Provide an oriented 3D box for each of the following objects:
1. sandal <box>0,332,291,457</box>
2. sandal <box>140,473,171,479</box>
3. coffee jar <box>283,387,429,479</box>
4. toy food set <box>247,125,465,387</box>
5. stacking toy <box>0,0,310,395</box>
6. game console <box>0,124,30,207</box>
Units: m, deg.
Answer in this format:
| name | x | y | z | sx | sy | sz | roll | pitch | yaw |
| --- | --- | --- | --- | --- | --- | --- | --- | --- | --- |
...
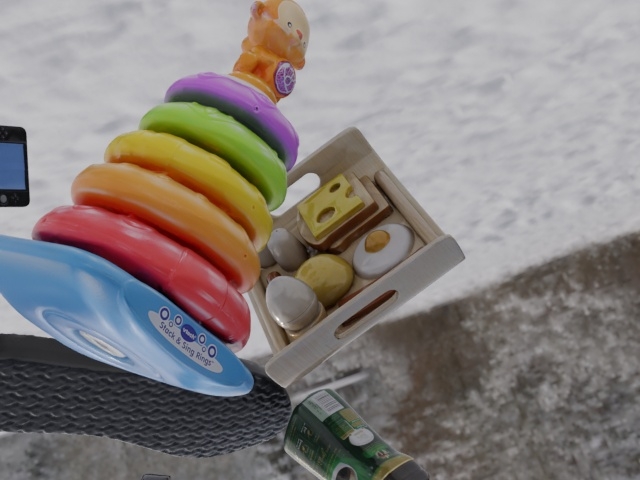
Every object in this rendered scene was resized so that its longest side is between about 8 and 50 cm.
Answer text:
| name | x | y | z | sx | sy | sz | roll | pitch | yaw |
| --- | --- | --- | --- | --- | --- | --- | --- | --- | --- |
| sandal | -0.221 | 0.162 | 1.181 | 0.445 | 0.107 | 0.167 | 17 | 126 | -35 |
| sandal | -0.145 | 0.318 | 0.822 | 0.054 | 0.254 | 0.097 | 8 | 148 | -2 |
| coffee jar | 0.044 | 0.267 | 1.187 | 0.079 | 0.184 | 0.096 | -18 | 135 | -43 |
| toy food set | 0.000 | 0.000 | 1.055 | 0.219 | 0.092 | 0.306 | -37 | -148 | 4 |
| stacking toy | -0.079 | -0.054 | 0.703 | 0.165 | 0.302 | 0.175 | 7 | 151 | 43 |
| game console | -0.530 | -0.130 | 1.688 | 0.085 | 0.144 | 0.124 | -2 | -179 | 36 |
